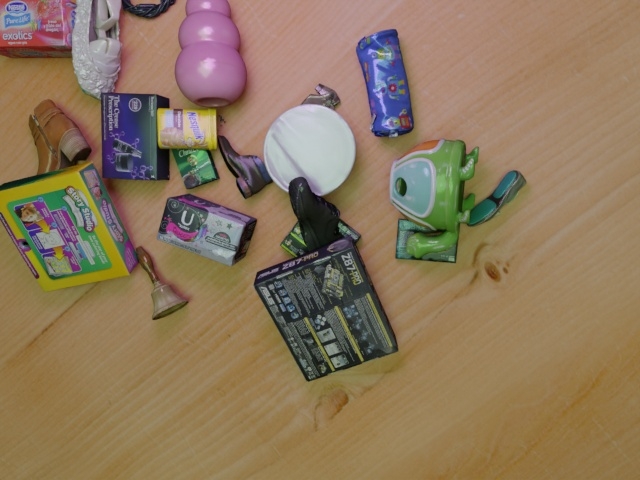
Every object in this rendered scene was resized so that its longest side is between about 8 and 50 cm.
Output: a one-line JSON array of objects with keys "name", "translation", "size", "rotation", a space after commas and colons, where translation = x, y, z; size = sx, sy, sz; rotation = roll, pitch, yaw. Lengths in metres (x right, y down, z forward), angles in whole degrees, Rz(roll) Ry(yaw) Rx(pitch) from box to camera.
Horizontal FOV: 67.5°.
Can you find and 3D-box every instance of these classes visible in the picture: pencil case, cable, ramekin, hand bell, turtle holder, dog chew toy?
[{"name": "pencil case", "translation": [0.184, -0.445, 1.384], "size": [0.133, 0.119, 0.306], "rotation": [-13, 96, -14]}, {"name": "cable", "translation": [-0.529, -0.761, 1.468], "size": [0.184, 0.047, 0.150], "rotation": [-37, 97, 8]}, {"name": "ramekin", "translation": [-0.027, -0.264, 1.433], "size": [0.272, 0.127, 0.273], "rotation": [1, 98, 6]}, {"name": "hand bell", "translation": [-0.547, 0.127, 1.580], "size": [0.126, 0.126, 0.242], "rotation": [-31, 80, 10]}, {"name": "turtle holder", "translation": [0.324, -0.133, 1.378], "size": [0.227, 0.243, 0.320], "rotation": [6, 133, 19]}, {"name": "dog chew toy", "translation": [-0.323, -0.567, 1.397], "size": [0.206, 0.206, 0.332], "rotation": [-3, 89, 7]}]

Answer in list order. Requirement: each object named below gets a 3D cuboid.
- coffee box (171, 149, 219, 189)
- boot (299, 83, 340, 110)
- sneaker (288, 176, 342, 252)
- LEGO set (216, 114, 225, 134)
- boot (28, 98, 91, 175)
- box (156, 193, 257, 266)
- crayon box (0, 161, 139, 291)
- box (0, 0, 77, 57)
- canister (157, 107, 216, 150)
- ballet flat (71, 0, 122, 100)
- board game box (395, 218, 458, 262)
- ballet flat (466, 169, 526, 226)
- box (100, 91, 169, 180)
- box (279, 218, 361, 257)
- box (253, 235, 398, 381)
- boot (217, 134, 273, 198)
[{"name": "coffee box", "translation": [-0.405, -0.266, 1.521], "size": [0.113, 0.040, 0.184], "rotation": [-17, 95, 9]}, {"name": "boot", "translation": [-0.002, -0.413, 1.454], "size": [0.087, 0.042, 0.118], "rotation": [43, 106, -8]}, {"name": "sneaker", "translation": [-0.012, -0.085, 1.376], "size": [0.130, 0.286, 0.109], "rotation": [-19, 54, -1]}, {"name": "LEGO set", "translation": [-0.337, -0.359, 1.513], "size": [0.083, 0.023, 0.054], "rotation": [-24, 97, -4]}, {"name": "boot", "translation": [-0.891, -0.293, 1.548], "size": [0.283, 0.109, 0.220], "rotation": [-42, 84, 21]}, {"name": "box", "translation": [-0.348, -0.039, 1.485], "size": [0.247, 0.163, 0.142], "rotation": [19, 101, 3]}, {"name": "crayon box", "translation": [-0.802, -0.035, 1.519], "size": [0.313, 0.106, 0.363], "rotation": [-12, 116, 7]}, {"name": "box", "translation": [-0.877, -0.648, 1.468], "size": [0.299, 0.154, 0.142], "rotation": [2, 98, 8]}, {"name": "canister", "translation": [-0.401, -0.336, 1.446], "size": [0.169, 0.073, 0.126], "rotation": [-2, 91, -12]}, {"name": "ballet flat", "translation": [-0.659, -0.635, 1.435], "size": [0.147, 0.147, 0.409], "rotation": [3, 99, 6]}, {"name": "board game box", "translation": [0.329, 0.001, 1.480], "size": [0.186, 0.026, 0.126], "rotation": [5, 98, 6]}, {"name": "ballet flat", "translation": [0.527, -0.111, 1.422], "size": [0.068, 0.072, 0.213], "rotation": [32, 105, -29]}, {"name": "box", "translation": [-0.580, -0.323, 1.506], "size": [0.184, 0.103, 0.261], "rotation": [3, 98, 4]}, {"name": "box", "translation": [0.000, 0.000, 1.511], "size": [0.190, 0.045, 0.184], "rotation": [37, 103, 0]}, {"name": "box", "translation": [0.023, 0.219, 1.461], "size": [0.318, 0.097, 0.395], "rotation": [-21, 112, 11]}, {"name": "boot", "translation": [-0.239, -0.246, 1.502], "size": [0.106, 0.082, 0.219], "rotation": [-26, 88, -14]}]
